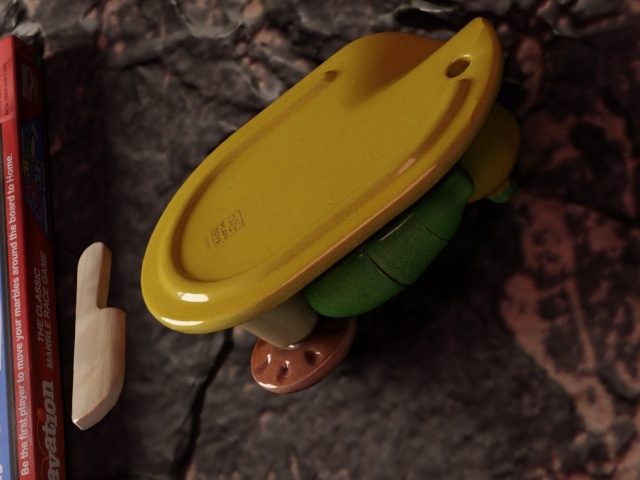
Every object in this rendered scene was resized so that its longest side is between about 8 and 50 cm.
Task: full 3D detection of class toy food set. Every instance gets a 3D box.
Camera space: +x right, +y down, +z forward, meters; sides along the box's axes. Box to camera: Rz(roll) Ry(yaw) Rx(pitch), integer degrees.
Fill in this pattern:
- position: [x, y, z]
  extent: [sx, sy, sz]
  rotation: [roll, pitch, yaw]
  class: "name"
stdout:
- position: [0.000, 0.000, 0.789]
  extent: [0.218, 0.071, 0.128]
  rotation: [-37, 31, 10]
  class: "toy food set"

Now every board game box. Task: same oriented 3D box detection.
- position: [-0.188, 0.050, 0.900]
  extent: [0.145, 0.027, 0.281]
  rotation: [-21, 59, 24]
  class: "board game box"
